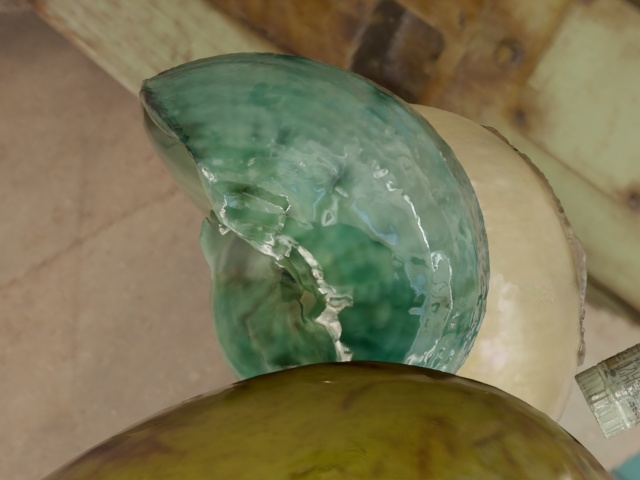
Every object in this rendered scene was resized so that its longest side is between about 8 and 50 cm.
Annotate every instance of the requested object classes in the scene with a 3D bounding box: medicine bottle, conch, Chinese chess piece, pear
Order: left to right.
[{"bbox_3d":[-0.006,0.175,0.496,0.283,0.283,0.283,-40,155,-23],"label":"pear"},{"bbox_3d":[0.002,0.000,0.741,0.134,0.196,0.202,-27,156,-18],"label":"conch"},{"bbox_3d":[0.066,0.055,1.202,0.140,0.338,0.338,-3,131,-34],"label":"Chinese chess piece"},{"bbox_3d":[0.204,0.085,0.895,0.083,0.047,0.047,-27,158,6],"label":"medicine bottle"}]
